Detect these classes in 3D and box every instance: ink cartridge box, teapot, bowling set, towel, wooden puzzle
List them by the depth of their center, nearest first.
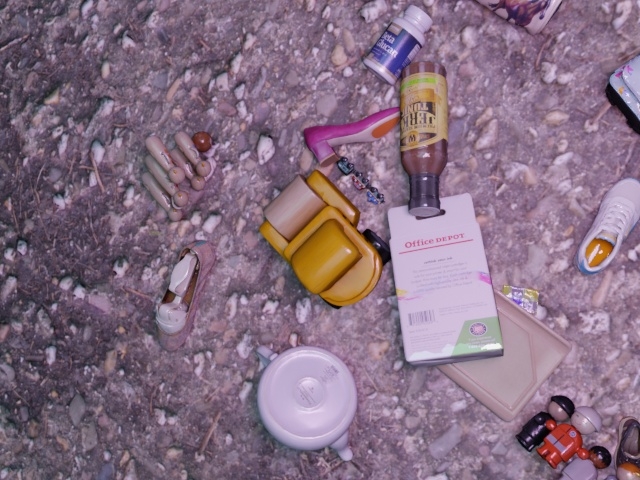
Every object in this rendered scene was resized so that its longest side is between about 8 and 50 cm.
[{"bbox_3d":[0.274,0.090,1.341,0.207,0.119,0.354,-11,69,15],"label":"ink cartridge box"},{"bbox_3d":[0.457,0.136,1.376,0.083,0.009,0.060,10,94,15],"label":"towel"},{"bbox_3d":[0.412,0.261,1.377,0.221,0.044,0.239,38,104,11],"label":"wooden puzzle"},{"bbox_3d":[-0.038,0.379,1.430,0.252,0.187,0.256,4,65,-3],"label":"teapot"},{"bbox_3d":[-0.327,-0.182,1.505,0.199,0.287,0.154,-35,88,-21],"label":"bowling set"}]

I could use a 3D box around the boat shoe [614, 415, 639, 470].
[{"bbox_3d":[0.671,0.462,1.300,0.056,0.049,0.152,-1,90,15],"label":"boat shoe"}]

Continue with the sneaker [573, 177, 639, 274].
[{"bbox_3d":[0.627,-0.028,1.287,0.087,0.092,0.229,26,96,15],"label":"sneaker"}]

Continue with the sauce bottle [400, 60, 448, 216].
[{"bbox_3d":[0.234,-0.228,1.345,0.111,0.111,0.345,-3,75,15],"label":"sauce bottle"}]

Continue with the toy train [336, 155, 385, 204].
[{"bbox_3d":[0.097,-0.142,1.462,0.158,0.027,0.036,46,105,11],"label":"toy train"}]

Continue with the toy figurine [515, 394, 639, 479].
[{"bbox_3d":[0.543,0.444,1.257,0.148,0.213,0.209,-41,83,-5],"label":"toy figurine"}]

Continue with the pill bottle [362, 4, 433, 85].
[{"bbox_3d":[0.184,-0.457,1.402,0.094,0.094,0.169,39,99,12],"label":"pill bottle"}]

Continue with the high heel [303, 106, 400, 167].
[{"bbox_3d":[0.077,-0.281,1.452,0.244,0.082,0.117,-32,66,13],"label":"high heel"}]

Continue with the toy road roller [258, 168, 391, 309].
[{"bbox_3d":[0.000,0.000,1.379,0.202,0.240,0.329,-45,80,11],"label":"toy road roller"}]

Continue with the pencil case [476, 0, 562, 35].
[{"bbox_3d":[0.357,-0.613,1.299,0.410,0.183,0.160,35,87,7],"label":"pencil case"}]

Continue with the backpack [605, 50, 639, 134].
[{"bbox_3d":[0.715,-0.330,1.237,0.188,0.144,0.166,-34,76,10],"label":"backpack"}]

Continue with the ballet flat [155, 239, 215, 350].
[{"bbox_3d":[-0.369,0.144,1.549,0.107,0.106,0.316,21,96,14],"label":"ballet flat"}]
